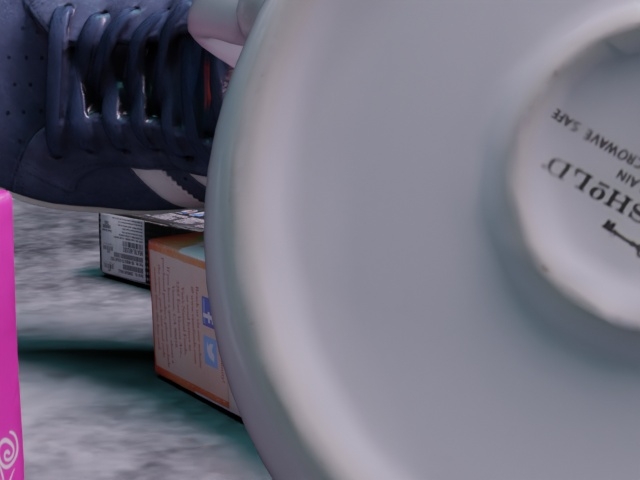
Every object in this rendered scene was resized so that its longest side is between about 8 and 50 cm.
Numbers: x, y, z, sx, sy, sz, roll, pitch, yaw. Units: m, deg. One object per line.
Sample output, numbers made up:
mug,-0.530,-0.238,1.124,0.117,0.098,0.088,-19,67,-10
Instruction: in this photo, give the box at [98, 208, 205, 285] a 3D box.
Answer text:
box,0.000,0.000,0.912,0.184,0.045,0.191,-6,11,-39

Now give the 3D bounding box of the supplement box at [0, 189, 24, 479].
supplement box,-0.219,0.040,0.521,0.220,0.114,0.111,1,9,16

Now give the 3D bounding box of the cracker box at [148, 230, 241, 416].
cracker box,0.048,0.036,0.641,0.156,0.067,0.232,-8,11,-28

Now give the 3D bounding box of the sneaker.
sneaker,-0.027,-0.068,0.669,0.350,0.131,0.148,0,6,14

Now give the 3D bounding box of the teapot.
teapot,0.098,0.003,0.429,0.252,0.256,0.187,-17,-17,14
